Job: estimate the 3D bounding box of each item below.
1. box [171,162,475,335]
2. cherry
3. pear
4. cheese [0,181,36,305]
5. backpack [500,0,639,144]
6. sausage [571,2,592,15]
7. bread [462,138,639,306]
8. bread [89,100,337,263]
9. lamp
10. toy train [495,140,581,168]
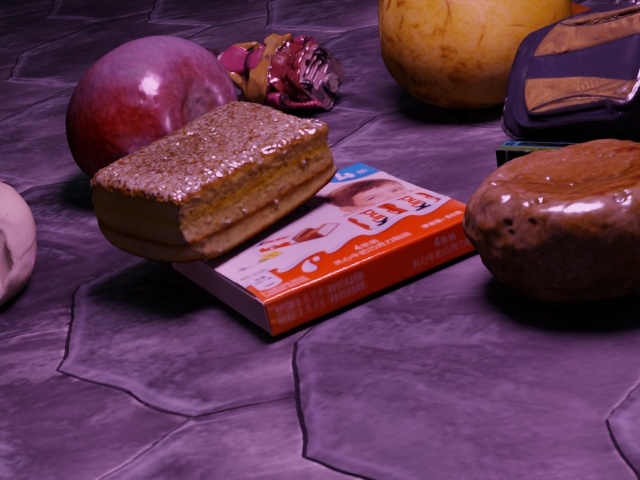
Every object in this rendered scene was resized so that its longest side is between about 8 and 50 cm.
[{"bbox_3d":[0.000,0.000,1.492,0.273,0.048,0.265,-23,24,-23],"label":"box"},{"bbox_3d":[-0.241,-0.172,1.808,0.239,0.206,0.239,-10,36,8],"label":"cherry"},{"bbox_3d":[0.209,-0.307,1.836,0.281,0.280,0.280,-10,23,4],"label":"pear"},{"bbox_3d":[-0.467,0.019,1.586,0.266,0.127,0.233,-18,21,-21],"label":"cheese"},{"bbox_3d":[0.322,-0.190,1.635,0.258,0.133,0.206,1,64,48],"label":"backpack"},{"bbox_3d":[0.361,-0.300,1.955,0.098,0.098,0.238,-16,21,-10],"label":"sausage"},{"bbox_3d":[0.258,-0.016,1.313,0.230,0.123,0.230,-13,18,4],"label":"bread"},{"bbox_3d":[-0.120,-0.063,1.511,0.234,0.110,0.184,-31,30,-34],"label":"bread"},{"bbox_3d":[-0.084,-0.252,2.046,0.253,0.118,0.118,4,28,41],"label":"lamp"},{"bbox_3d":[0.306,-0.089,1.552,0.209,0.044,0.042,5,27,34],"label":"toy train"}]
